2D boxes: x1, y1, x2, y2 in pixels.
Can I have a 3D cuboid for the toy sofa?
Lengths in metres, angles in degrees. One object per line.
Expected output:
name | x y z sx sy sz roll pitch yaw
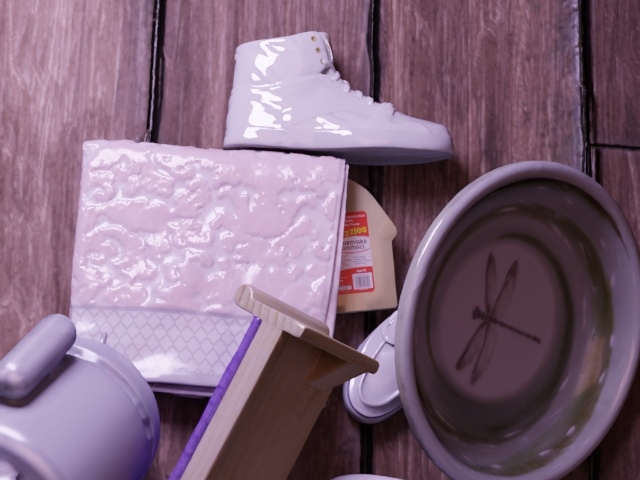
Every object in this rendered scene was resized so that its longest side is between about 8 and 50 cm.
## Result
toy sofa | -0.108 0.237 1.690 0.177 0.150 0.363 26 88 43

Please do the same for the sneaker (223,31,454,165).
sneaker | 0.028 -0.186 1.935 0.292 0.108 0.169 5 78 -5

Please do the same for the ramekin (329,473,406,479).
ramekin | 0.099 0.370 1.714 0.277 0.277 0.135 21 65 -2

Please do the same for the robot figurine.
robot figurine | -0.301 0.232 1.647 0.199 0.353 0.300 14 117 15

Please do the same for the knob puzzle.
knob puzzle | 0.000 0.000 1.915 0.213 0.030 0.213 0 76 -1

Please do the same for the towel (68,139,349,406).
towel | -0.141 0.036 1.861 0.331 0.053 0.317 5 76 -1

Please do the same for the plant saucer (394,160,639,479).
plant saucer | 0.224 0.101 1.833 0.400 0.100 0.401 -6 100 -35

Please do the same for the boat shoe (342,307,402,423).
boat shoe | 0.119 0.112 1.877 0.095 0.084 0.258 35 73 2
